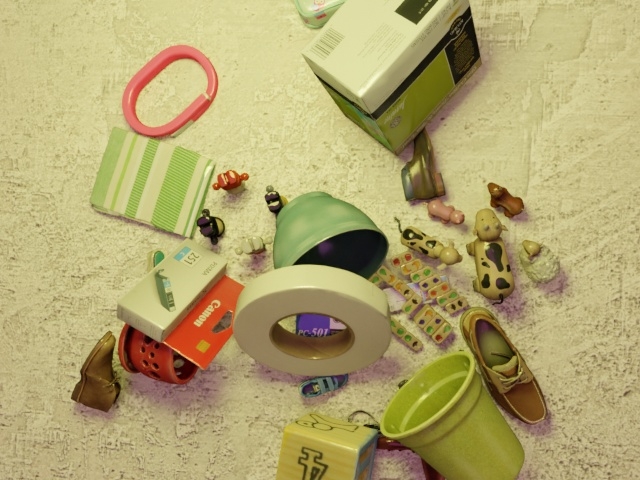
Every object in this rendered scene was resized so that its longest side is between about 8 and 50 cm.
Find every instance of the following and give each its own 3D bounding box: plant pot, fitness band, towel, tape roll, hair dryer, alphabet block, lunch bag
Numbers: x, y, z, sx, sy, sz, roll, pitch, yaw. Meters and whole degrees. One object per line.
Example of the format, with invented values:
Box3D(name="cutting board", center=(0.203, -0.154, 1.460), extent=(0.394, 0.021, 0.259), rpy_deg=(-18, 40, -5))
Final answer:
Box3D(name="plant pot", center=(0.000, 0.000, 1.402), extent=(0.293, 0.293, 0.196), rpy_deg=(-32, 58, 5))
Box3D(name="plant pot", center=(0.326, 0.448, 1.289), extent=(0.276, 0.276, 0.254), rpy_deg=(-40, 93, 4))
Box3D(name="fitness band", center=(-0.428, -0.420, 1.562), extent=(0.291, 0.054, 0.209), rpy_deg=(-41, 84, 3))
Box3D(name="towel", center=(-0.479, -0.163, 1.569), extent=(0.325, 0.038, 0.247), rpy_deg=(18, 89, 9))
Box3D(name="tape roll", center=(-0.018, 0.209, 1.349), extent=(0.392, 0.392, 0.072), rpy_deg=(-2, 47, 7))
Box3D(name="hair dryer", center=(0.235, 0.530, 1.451), extent=(0.224, 0.080, 0.293), rpy_deg=(-42, 76, 16))
Box3D(name="alphabet block", center=(0.017, 0.565, 1.387), extent=(0.197, 0.192, 0.193), rpy_deg=(9, 87, 22))
Box3D(name="lunch bag", center=(0.002, -0.736, 1.493), extent=(0.224, 0.108, 0.279), rpy_deg=(-19, 84, 11))
Box3D(name="plant pot", center=(-0.425, 0.279, 1.475), extent=(0.174, 0.191, 0.191), rpy_deg=(4, 89, 16))

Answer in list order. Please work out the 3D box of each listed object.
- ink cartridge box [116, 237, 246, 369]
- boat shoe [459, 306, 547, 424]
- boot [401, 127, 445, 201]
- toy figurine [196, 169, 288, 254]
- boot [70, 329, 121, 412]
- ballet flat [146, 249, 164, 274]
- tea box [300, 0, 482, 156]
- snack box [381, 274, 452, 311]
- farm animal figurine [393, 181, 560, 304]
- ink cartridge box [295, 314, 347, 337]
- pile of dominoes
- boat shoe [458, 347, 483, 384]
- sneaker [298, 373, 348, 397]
Box3D(name="ink cartridge box", center=(-0.324, 0.151, 1.424), extent=(0.261, 0.296, 0.066), rpy_deg=(29, 131, 7))
Box3D(name="boat shoe", center=(0.460, 0.321, 1.394), extent=(0.123, 0.120, 0.324), rpy_deg=(-34, 84, 5))
Box3D(name="boot", center=(0.249, -0.209, 1.458), extent=(0.106, 0.082, 0.219), rpy_deg=(-17, 85, 5))
Box3D(name="toy figurine", center=(-0.208, -0.070, 1.484), extent=(0.210, 0.148, 0.213), rpy_deg=(23, 89, 1))
Box3D(name="boot", center=(-0.580, 0.357, 1.486), extent=(0.115, 0.112, 0.305), rpy_deg=(31, 127, 1))
Box3D(name="ballet flat", center=(-0.466, 0.110, 1.556), extent=(0.052, 0.057, 0.168), rpy_deg=(-3, 83, 35))
Box3D(name="tea box", center=(0.184, -0.438, 1.330), extent=(0.329, 0.323, 0.220), rpy_deg=(-47, 62, 2))
Box3D(name="snack box", center=(0.256, 0.142, 1.474), extent=(0.178, 0.022, 0.064), rpy_deg=(-14, 87, 6))
Box3D(name="farm animal figurine", center=(0.394, 0.014, 1.386), extent=(0.330, 0.172, 0.326), rpy_deg=(-27, 85, 5))
Box3D(name="ink cartridge box", center=(0.038, 0.217, 1.487), extent=(0.207, 0.046, 0.097), rpy_deg=(1, 87, 7))
Box3D(name="pile of dominoes", center=(0.241, 0.159, 1.431), extent=(0.251, 0.040, 0.196), rpy_deg=(41, 96, -8))
Box3D(name="boat shoe", center=(0.385, 0.395, 1.420), extent=(0.079, 0.084, 0.233), rpy_deg=(-14, 90, 6))
Box3D(name="sneaker", center=(0.007, 0.388, 1.478), extent=(0.144, 0.059, 0.053), rpy_deg=(-21, 84, 4))
